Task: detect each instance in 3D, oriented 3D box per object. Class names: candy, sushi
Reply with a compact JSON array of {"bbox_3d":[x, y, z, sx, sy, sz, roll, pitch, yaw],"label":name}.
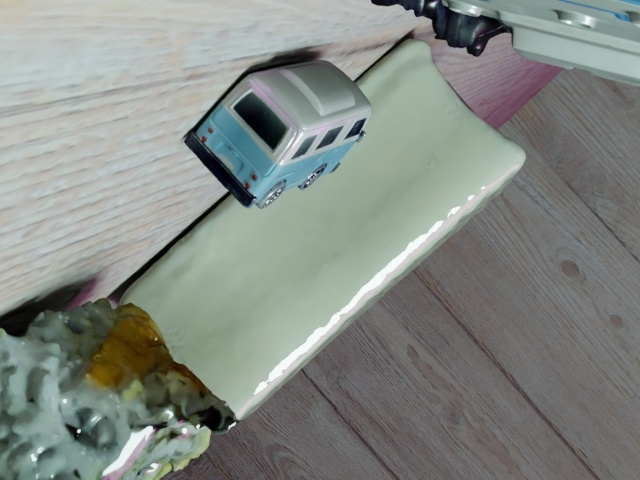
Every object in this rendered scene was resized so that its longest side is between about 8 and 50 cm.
[{"bbox_3d":[0.001,0.002,0.930,0.358,0.145,0.208,-42,175,-1],"label":"candy"},{"bbox_3d":[-0.182,0.134,0.701,0.274,0.139,0.184,-39,175,15],"label":"sushi"}]

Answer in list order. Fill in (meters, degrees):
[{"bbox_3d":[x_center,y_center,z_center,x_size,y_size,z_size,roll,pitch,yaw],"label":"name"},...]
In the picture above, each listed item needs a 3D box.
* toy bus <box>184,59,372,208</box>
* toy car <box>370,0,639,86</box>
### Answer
[{"bbox_3d":[-0.017,-0.071,0.649,0.075,0.060,0.123,-48,171,28],"label":"toy bus"},{"bbox_3d":[0.147,-0.157,0.528,0.314,0.198,0.166,-14,119,-73],"label":"toy car"}]
